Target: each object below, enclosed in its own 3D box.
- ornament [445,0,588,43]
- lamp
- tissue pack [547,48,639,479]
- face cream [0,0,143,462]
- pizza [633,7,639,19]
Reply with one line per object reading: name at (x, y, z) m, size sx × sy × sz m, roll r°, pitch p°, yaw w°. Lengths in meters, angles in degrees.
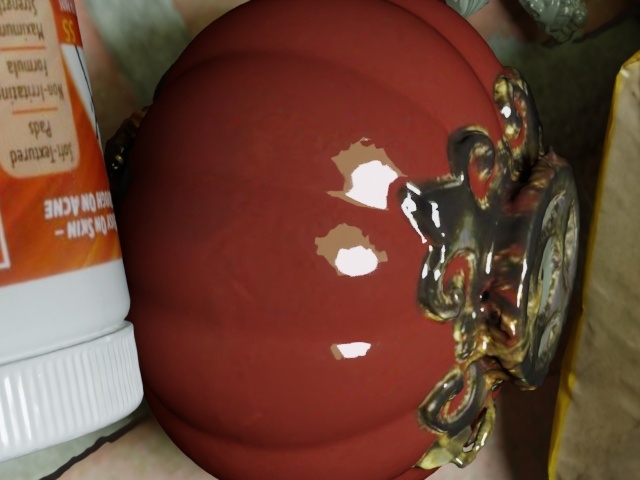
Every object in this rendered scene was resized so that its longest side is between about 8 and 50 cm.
ornament at (0.091, -0.142, 0.893) m, size 0.092 × 0.041 × 0.068 m, roll 14°, pitch 74°, yaw -18°
lamp at (0.000, 0.000, 0.745) m, size 0.227 × 0.227 × 0.227 m, roll 2°, pitch 86°, yaw -29°
tissue pack at (0.302, -0.016, 0.817) m, size 0.382 × 0.228 × 0.293 m, roll -37°, pitch 144°, yaw -35°
face cream at (-0.178, -0.011, 0.642) m, size 0.201 × 0.201 × 0.187 m, roll -12°, pitch 92°, yaw -29°
pizza at (0.173, -0.213, 0.899) m, size 0.288 × 0.074 × 0.251 m, roll -8°, pitch 118°, yaw 5°
